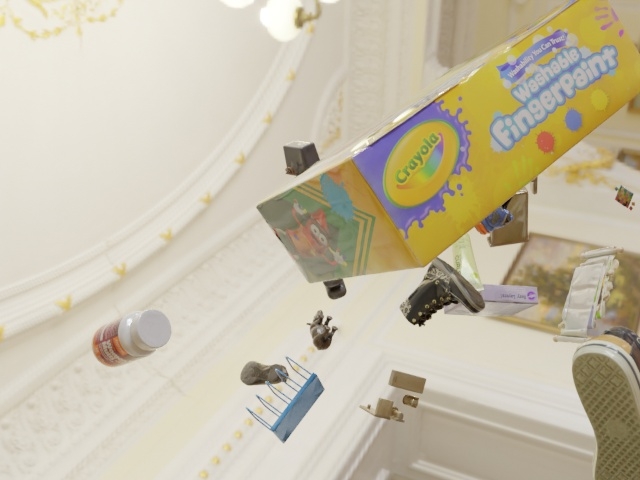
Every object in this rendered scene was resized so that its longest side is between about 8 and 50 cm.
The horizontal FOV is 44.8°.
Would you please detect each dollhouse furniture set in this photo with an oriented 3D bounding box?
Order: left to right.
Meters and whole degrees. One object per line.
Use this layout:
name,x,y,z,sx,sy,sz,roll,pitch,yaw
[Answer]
dollhouse furniture set,0.228,0.483,2.457,0.123,0.144,0.151,3,76,70
dollhouse furniture set,0.493,-0.119,2.154,0.242,0.212,0.161,-96,-3,-57

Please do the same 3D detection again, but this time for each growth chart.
growth chart,0.597,0.124,1.732,0.172,0.021,0.237,-176,105,-77

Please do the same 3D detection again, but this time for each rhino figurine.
rhino figurine,-0.002,0.327,2.897,0.106,0.073,0.243,-63,18,12

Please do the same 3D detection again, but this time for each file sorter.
file sorter,-0.089,0.391,1.921,0.170,0.104,0.118,-51,-26,-17

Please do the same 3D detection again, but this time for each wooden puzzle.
wooden puzzle,0.861,-0.124,2.202,0.006,0.083,0.049,-10,-52,-24

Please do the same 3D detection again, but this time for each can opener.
can opener,-0.013,0.040,1.843,0.283,0.095,0.076,-107,-1,-55

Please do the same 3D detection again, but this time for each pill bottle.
pill bottle,-0.489,0.251,2.013,0.121,0.221,0.121,20,-120,-39

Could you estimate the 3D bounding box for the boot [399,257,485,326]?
boot,0.312,0.166,2.013,0.085,0.236,0.179,31,-77,-33

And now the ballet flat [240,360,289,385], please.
ballet flat,-0.176,0.426,2.468,0.058,0.249,0.084,27,-114,-31

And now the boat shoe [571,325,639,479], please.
boat shoe,0.654,0.404,1.621,0.156,0.186,0.501,-35,-68,-42

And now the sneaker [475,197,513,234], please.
sneaker,0.386,-0.119,1.714,0.083,0.087,0.221,31,-125,-52

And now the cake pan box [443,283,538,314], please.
cake pan box,0.592,0.211,2.700,0.246,0.266,0.070,124,148,-73

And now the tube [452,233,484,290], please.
tube,0.455,0.073,2.447,0.062,0.070,0.240,30,-142,-25

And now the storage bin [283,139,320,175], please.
storage bin,-0.064,-0.255,2.405,0.098,0.135,0.091,-28,-66,-29

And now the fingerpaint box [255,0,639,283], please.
fingerpaint box,0.173,-0.130,1.106,0.444,0.371,0.163,-37,-82,-22
